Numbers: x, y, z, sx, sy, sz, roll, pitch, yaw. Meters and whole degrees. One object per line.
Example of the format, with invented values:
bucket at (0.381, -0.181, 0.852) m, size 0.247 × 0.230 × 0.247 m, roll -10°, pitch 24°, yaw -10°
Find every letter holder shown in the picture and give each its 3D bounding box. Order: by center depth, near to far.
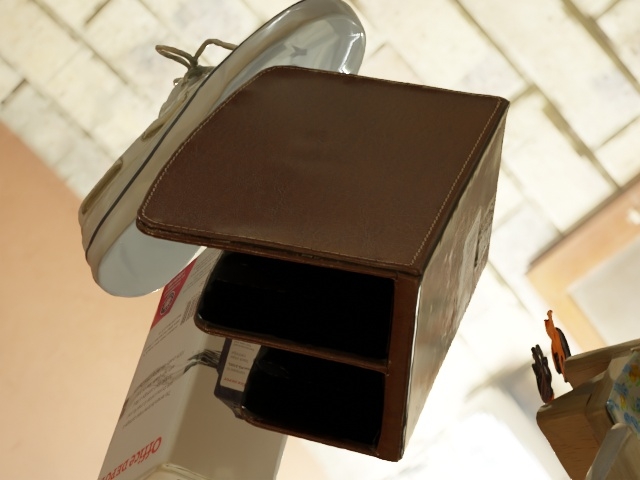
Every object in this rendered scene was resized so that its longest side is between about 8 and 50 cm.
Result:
letter holder at (0.000, 0.000, 1.254) m, size 0.214 × 0.152 × 0.302 m, roll 11°, pitch -151°, yaw 13°

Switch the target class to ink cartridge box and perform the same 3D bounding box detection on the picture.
ink cartridge box at (-0.092, 0.127, 1.429) m, size 0.100 × 0.172 × 0.237 m, roll 27°, pitch -123°, yaw -17°

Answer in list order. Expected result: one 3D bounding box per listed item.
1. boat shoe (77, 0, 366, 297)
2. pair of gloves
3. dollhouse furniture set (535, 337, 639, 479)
boat shoe at (-0.112, -0.119, 1.637) m, size 0.136 × 0.367 × 0.156 m, roll 20°, pitch -150°, yaw -43°
pair of gloves at (0.209, 0.112, 1.523) m, size 0.010 × 0.083 × 0.074 m, roll -3°, pitch -128°, yaw -14°
dollhouse furniture set at (0.296, 0.300, 1.100) m, size 0.394 × 0.256 × 0.362 m, roll 59°, pitch -141°, yaw -18°
